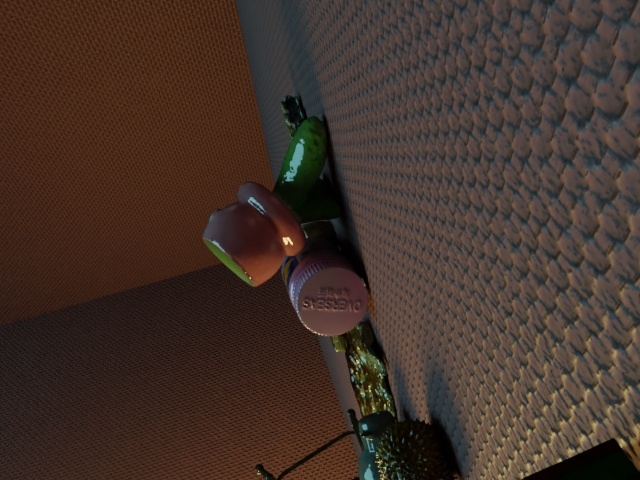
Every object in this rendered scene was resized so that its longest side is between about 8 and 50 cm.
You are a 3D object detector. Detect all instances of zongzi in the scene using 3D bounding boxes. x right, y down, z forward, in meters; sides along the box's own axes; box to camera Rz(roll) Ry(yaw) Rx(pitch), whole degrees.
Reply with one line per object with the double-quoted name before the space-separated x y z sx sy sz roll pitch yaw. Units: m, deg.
"zongzi" 0.059 0.288 1.653 0.119 0.055 0.109 -67 -36 -71

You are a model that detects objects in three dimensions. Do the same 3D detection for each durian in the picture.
"durian" 0.160 0.387 0.870 0.168 0.136 0.158 -15 -71 -84

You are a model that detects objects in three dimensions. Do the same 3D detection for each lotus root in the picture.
"lotus root" 0.001 0.003 1.462 0.122 0.081 0.113 -125 19 -69

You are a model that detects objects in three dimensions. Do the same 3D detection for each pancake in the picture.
"pancake" 0.142 0.386 1.354 0.305 0.066 0.427 -141 36 -66

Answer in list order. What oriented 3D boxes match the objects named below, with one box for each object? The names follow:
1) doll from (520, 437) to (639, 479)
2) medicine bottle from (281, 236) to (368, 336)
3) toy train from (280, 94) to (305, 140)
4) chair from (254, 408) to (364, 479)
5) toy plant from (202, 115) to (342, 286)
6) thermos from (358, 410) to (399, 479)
"doll" 0.190 0.217 0.303 0.134 0.106 0.187 138 117 -71
"medicine bottle" 0.002 0.106 1.269 0.291 0.178 0.178 -125 21 -74
"toy train" -0.058 -0.294 1.365 0.081 0.060 0.202 72 180 -73
"chair" 0.077 0.751 1.405 0.365 0.361 0.410 64 164 2
"toy plant" -0.100 -0.076 1.187 0.210 0.356 0.317 44 165 20
"thermos" 0.166 0.522 1.122 0.182 0.144 0.287 0 -106 -62
